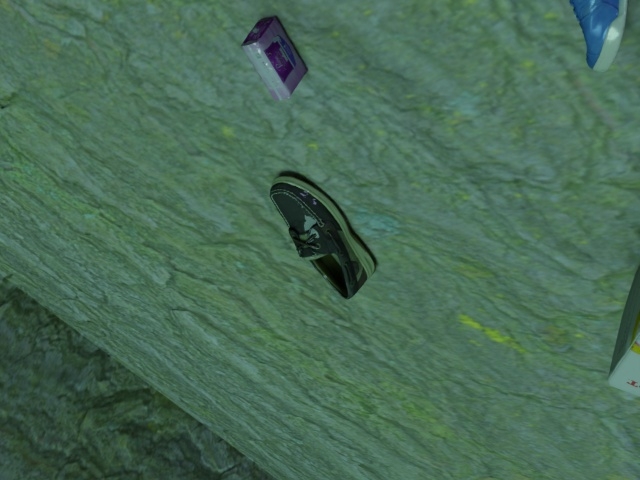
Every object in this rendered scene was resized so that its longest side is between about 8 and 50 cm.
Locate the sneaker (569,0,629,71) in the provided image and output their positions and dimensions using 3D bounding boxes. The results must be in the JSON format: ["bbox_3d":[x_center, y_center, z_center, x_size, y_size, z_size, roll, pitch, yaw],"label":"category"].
[{"bbox_3d":[0.214,-0.212,0.624,0.084,0.058,0.152,10,141,18],"label":"sneaker"}]

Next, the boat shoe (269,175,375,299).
[{"bbox_3d":[0.000,0.001,1.103,0.080,0.073,0.223,-6,135,44],"label":"boat shoe"}]

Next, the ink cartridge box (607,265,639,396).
[{"bbox_3d":[0.419,0.061,0.757,0.171,0.168,0.233,21,149,15],"label":"ink cartridge box"}]

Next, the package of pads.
[{"bbox_3d":[-0.052,-0.207,0.860,0.032,0.050,0.083,2,141,37],"label":"package of pads"}]
